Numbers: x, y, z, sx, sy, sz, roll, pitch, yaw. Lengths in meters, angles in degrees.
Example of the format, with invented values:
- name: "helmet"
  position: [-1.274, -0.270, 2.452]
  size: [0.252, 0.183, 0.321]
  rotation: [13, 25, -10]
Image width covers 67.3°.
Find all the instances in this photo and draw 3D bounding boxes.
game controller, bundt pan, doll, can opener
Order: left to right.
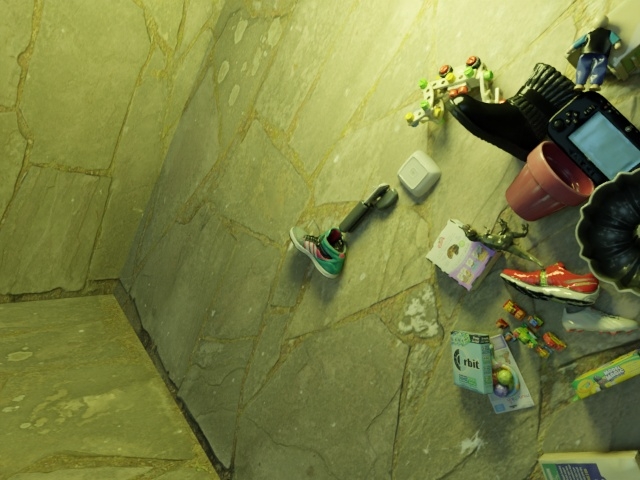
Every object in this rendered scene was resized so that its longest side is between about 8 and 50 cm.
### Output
- name: "can opener"
  position: [0.180, -0.119, 1.884]
  size: [0.280, 0.074, 0.093]
  rotation: [-44, 64, 32]
- name: "doll"
  position: [0.709, -0.490, 1.253]
  size: [0.129, 0.046, 0.189]
  rotation: [16, 102, 38]
- name: "game controller"
  position: [0.788, -0.258, 1.330]
  size: [0.319, 0.067, 0.166]
  rotation: [50, 123, 11]
- name: "bundt pan"
  position: [0.837, -0.014, 1.214]
  size: [0.330, 0.124, 0.331]
  rotation: [-8, 78, 38]

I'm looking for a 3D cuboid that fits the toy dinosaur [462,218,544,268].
- name: "toy dinosaur"
  position: [0.587, -0.008, 1.516]
  size: [0.268, 0.064, 0.118]
  rotation: [25, 69, 27]

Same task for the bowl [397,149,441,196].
- name: "bowl"
  position: [0.350, -0.244, 1.754]
  size: [0.142, 0.053, 0.142]
  rotation: [-50, 61, 29]

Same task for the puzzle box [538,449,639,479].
- name: "puzzle box"
  position: [0.812, 0.794, 1.325]
  size: [0.272, 0.052, 0.409]
  rotation: [-27, 76, 44]

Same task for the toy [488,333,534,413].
- name: "toy"
  position: [0.572, 0.438, 1.561]
  size: [0.137, 0.056, 0.237]
  rotation: [-32, 70, 38]

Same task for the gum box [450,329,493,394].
- name: "gum box"
  position: [0.498, 0.398, 1.591]
  size: [0.157, 0.041, 0.184]
  rotation: [166, 100, -69]

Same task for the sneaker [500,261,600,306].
- name: "sneaker"
  position: [0.690, 0.118, 1.451]
  size: [0.279, 0.107, 0.118]
  rotation: [12, 75, 42]

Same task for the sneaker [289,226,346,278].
- name: "sneaker"
  position: [0.000, 0.000, 2.002]
  size: [0.295, 0.124, 0.178]
  rotation: [45, 123, 22]

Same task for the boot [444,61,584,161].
- name: "boot"
  position: [0.568, -0.413, 1.419]
  size: [0.260, 0.348, 0.131]
  rotation: [-57, 24, 30]

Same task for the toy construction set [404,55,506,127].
- name: "toy construction set"
  position: [0.454, -0.481, 1.599]
  size: [0.327, 0.151, 0.215]
  rotation: [6, 69, 33]

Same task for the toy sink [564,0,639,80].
- name: "toy sink"
  position: [0.812, -0.526, 1.293]
  size: [0.234, 0.152, 0.131]
  rotation: [-42, 65, 31]

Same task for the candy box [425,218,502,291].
- name: "candy box"
  position: [0.482, 0.047, 1.629]
  size: [0.196, 0.070, 0.165]
  rotation: [42, 116, 32]

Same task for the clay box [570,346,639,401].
- name: "clay box"
  position: [0.791, 0.370, 1.327]
  size: [0.222, 0.127, 0.053]
  rotation: [-41, 64, 32]

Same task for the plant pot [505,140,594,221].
- name: "plant pot"
  position: [0.657, -0.157, 1.414]
  size: [0.180, 0.201, 0.201]
  rotation: [-51, 58, 46]

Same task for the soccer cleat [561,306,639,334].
- name: "soccer cleat"
  position: [0.791, 0.225, 1.370]
  size: [0.196, 0.068, 0.076]
  rotation: [-6, 83, 43]

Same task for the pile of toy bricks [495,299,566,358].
- name: "pile of toy bricks"
  position: [0.628, 0.287, 1.480]
  size: [0.212, 0.105, 0.118]
  rotation: [44, 117, 31]
